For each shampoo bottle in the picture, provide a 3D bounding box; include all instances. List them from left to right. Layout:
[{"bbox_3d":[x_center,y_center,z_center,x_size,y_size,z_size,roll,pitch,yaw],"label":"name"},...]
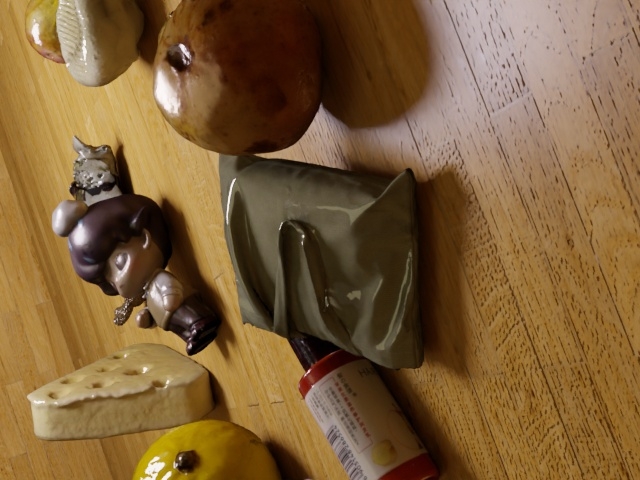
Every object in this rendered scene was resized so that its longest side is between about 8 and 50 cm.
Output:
[{"bbox_3d":[0.041,0.217,1.103,0.278,0.104,0.104,56,148,27],"label":"shampoo bottle"}]

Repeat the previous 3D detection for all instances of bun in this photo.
[{"bbox_3d":[-0.393,-0.387,1.504,0.231,0.133,0.230,31,126,57],"label":"bun"}]

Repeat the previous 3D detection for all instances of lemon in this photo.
[{"bbox_3d":[-0.199,0.469,1.503,0.297,0.297,0.296,38,138,47],"label":"lemon"}]

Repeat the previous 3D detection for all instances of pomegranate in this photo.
[{"bbox_3d":[-0.088,-0.204,1.005,0.215,0.215,0.215,38,138,47],"label":"pomegranate"}]

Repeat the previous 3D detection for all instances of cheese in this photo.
[{"bbox_3d":[-0.446,0.336,1.799,0.384,0.384,0.104,9,109,59],"label":"cheese"}]

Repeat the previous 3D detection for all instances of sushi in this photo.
[{"bbox_3d":[-0.500,-0.121,1.888,0.109,0.134,0.272,-93,-14,-69],"label":"sushi"}]

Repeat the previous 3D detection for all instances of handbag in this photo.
[{"bbox_3d":[-0.008,0.019,1.027,0.316,0.109,0.253,10,116,39],"label":"handbag"}]

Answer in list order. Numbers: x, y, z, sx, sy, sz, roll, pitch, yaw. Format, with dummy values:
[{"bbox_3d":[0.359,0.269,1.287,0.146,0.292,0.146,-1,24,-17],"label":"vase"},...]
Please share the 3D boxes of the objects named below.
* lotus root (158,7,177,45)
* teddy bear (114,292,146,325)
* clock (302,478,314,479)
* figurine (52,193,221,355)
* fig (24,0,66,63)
[{"bbox_3d":[-0.167,-0.293,1.196,0.258,0.097,0.110,1,104,57],"label":"lotus root"},{"bbox_3d":[-0.450,0.121,1.982,0.119,0.078,0.160,-131,46,-76],"label":"teddy bear"},{"bbox_3d":[0.028,0.575,1.331,0.322,0.114,0.295,39,138,45],"label":"clock"},{"bbox_3d":[-0.363,0.077,1.648,0.364,0.206,0.218,58,163,22],"label":"figurine"},{"bbox_3d":[-0.486,-0.475,1.648,0.257,0.159,0.159,-50,60,36],"label":"fig"}]
